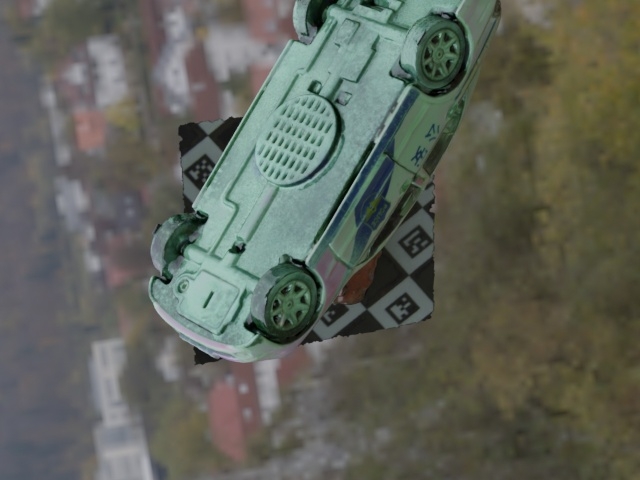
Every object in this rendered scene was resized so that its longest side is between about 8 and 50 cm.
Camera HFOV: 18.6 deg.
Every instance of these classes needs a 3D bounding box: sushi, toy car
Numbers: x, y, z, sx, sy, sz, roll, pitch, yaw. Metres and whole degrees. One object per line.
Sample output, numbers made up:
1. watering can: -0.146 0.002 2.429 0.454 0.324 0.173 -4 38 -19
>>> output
1. sushi: 0.000 0.000 1.619 0.047 0.219 0.231 -122 26 -56
2. toy car: 0.007 -0.039 0.939 0.090 0.224 0.076 26 173 42
